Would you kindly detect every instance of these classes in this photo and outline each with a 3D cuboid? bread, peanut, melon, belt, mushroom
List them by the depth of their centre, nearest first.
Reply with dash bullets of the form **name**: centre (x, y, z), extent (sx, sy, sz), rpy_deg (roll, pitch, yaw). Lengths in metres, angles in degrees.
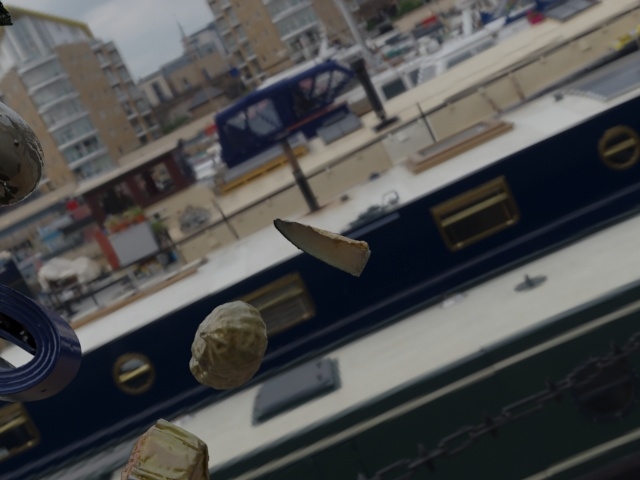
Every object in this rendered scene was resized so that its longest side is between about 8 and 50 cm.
- **bread**: centre (-0.262, 0.431, 1.469), extent (0.119, 0.288, 0.152), rpy_deg (16, 44, 8)
- **mushroom**: centre (-0.642, -0.113, 1.532), extent (0.293, 0.293, 0.290), rpy_deg (-16, 57, 47)
- **melon**: centre (0.003, 0.003, 1.631), extent (0.098, 0.182, 0.054), rpy_deg (73, -143, -68)
- **belt**: centre (-0.635, 0.189, 1.689), extent (0.117, 0.347, 0.212), rpy_deg (65, -135, -73)
- **peanut**: centre (-0.193, 0.225, 1.808), extent (0.153, 0.140, 0.325), rpy_deg (-12, -20, -25)

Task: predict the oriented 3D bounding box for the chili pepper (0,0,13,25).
- **chili pepper**: centre (-0.602, -0.516, 1.665), extent (0.122, 0.065, 0.279), rpy_deg (-9, -28, -45)
